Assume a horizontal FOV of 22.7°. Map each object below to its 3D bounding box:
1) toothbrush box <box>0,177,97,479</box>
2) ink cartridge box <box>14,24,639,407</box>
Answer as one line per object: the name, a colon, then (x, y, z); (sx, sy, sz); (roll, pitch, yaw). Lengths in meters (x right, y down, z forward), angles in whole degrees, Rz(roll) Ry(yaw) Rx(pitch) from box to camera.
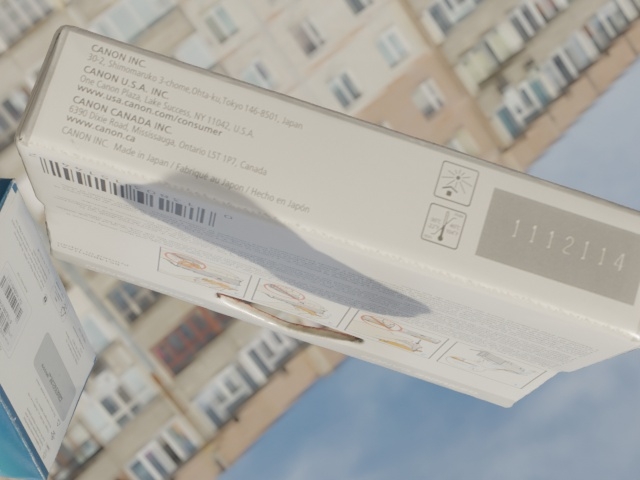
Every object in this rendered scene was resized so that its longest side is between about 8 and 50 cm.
toothbrush box: (-0.349, 0.059, 1.206); (0.295, 0.216, 0.126); (6, -130, 17)
ink cartridge box: (0.000, 0.000, 0.830); (0.261, 0.296, 0.066); (120, -12, -77)
